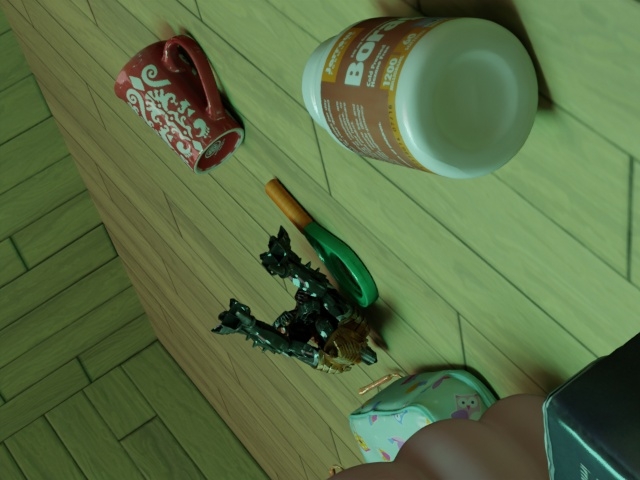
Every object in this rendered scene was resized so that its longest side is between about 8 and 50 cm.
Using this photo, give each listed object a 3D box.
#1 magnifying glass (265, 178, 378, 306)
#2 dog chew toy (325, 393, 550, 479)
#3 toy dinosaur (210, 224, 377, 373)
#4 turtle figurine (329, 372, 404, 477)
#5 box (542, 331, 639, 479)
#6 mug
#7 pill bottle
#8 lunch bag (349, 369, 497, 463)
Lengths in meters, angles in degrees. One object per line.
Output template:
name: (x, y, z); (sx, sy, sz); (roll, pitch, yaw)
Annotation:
magnifying glass: (0.000, 0.000, 1.565); (0.231, 0.026, 0.092); (46, 162, 26)
dog chew toy: (0.131, 0.270, 1.134); (0.206, 0.332, 0.206); (50, 164, 21)
toy dinosaur: (-0.003, 0.105, 1.561); (0.218, 0.164, 0.322); (34, 160, -10)
turtle figurine: (0.124, 0.326, 1.678); (0.217, 0.087, 0.269); (44, 128, 22)
box: (0.323, 0.150, 0.415); (0.395, 0.293, 0.212); (43, 159, 39)
mug: (-0.194, -0.189, 1.612); (0.169, 0.113, 0.150); (49, 164, 14)
pill bottle: (0.069, -0.121, 0.946); (0.216, 0.121, 0.121); (22, 142, 63)
lunch bag: (0.157, 0.280, 1.454); (0.224, 0.108, 0.279); (57, 158, -1)
